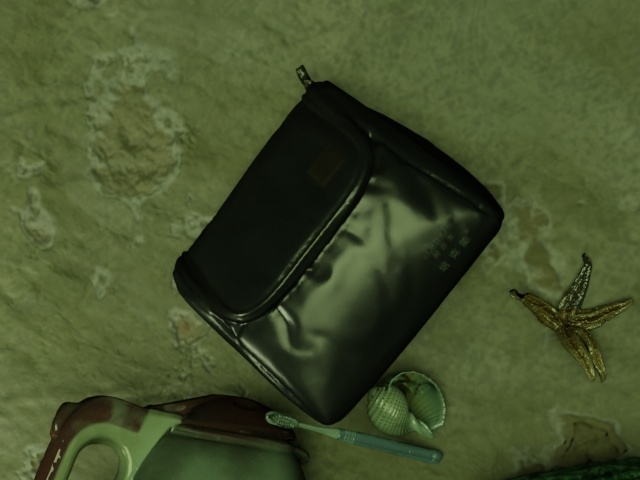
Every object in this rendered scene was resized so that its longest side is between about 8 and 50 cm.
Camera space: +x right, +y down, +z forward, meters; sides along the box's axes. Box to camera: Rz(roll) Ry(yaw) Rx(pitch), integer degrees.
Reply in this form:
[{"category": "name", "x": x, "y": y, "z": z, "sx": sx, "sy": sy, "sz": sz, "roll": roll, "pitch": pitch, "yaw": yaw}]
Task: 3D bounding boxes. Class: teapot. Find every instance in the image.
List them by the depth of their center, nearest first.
[{"category": "teapot", "x": -0.157, "y": 0.307, "z": 1.474, "sx": 0.315, "sy": 0.233, "sz": 0.312, "roll": 15, "pitch": 80, "yaw": -21}]

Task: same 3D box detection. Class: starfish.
[{"category": "starfish", "x": 0.260, "y": 0.078, "z": 1.516, "sx": 0.130, "sy": 0.041, "sz": 0.133, "roll": 19, "pitch": 69, "yaw": 0}]

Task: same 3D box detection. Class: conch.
[{"category": "conch", "x": 0.089, "y": 0.177, "z": 1.536, "sx": 0.085, "sy": 0.057, "sz": 0.076, "roll": 37, "pitch": 79, "yaw": -26}]

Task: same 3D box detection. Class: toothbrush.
[{"category": "toothbrush", "x": 0.038, "y": 0.208, "z": 1.503, "sx": 0.220, "sy": 0.019, "sz": 0.016, "roll": 18, "pitch": 81, "yaw": -29}]

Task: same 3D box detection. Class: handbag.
[{"category": "handbag", "x": 0.000, "y": 0.001, "z": 1.473, "sx": 0.275, "sy": 0.178, "sz": 0.302, "roll": 39, "pitch": 97, "yaw": 3}]

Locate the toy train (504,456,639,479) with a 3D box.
[{"category": "toy train", "x": 0.285, "y": 0.351, "z": 1.471, "sx": 0.299, "sy": 0.167, "sz": 0.238, "roll": -13, "pitch": 86, "yaw": 7}]
